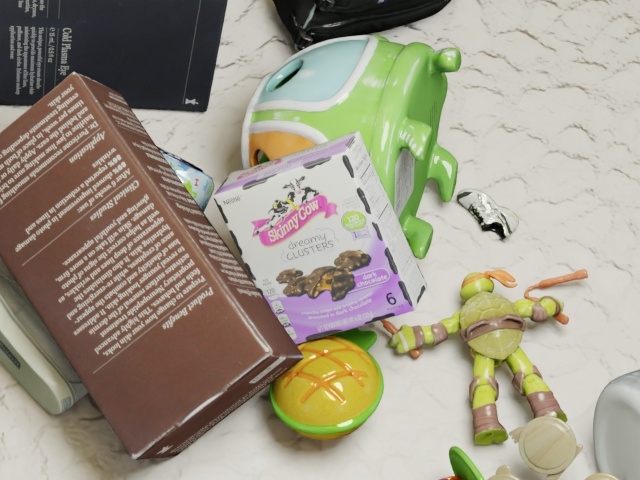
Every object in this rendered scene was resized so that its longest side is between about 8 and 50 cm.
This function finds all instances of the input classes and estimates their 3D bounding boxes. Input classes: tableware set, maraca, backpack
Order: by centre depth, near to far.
[{"bbox_3d":[0.256,0.281,1.855,0.168,0.020,0.141,45,105,11],"label":"tableware set"},{"bbox_3d":[0.008,0.150,1.890,0.127,0.099,0.186,1,37,3],"label":"maraca"},{"bbox_3d":[-0.188,-0.053,1.965,0.114,0.105,0.084,22,70,-6],"label":"backpack"},{"bbox_3d":[0.071,-0.361,2.126,0.253,0.225,0.191,-12,68,-22],"label":"backpack"}]

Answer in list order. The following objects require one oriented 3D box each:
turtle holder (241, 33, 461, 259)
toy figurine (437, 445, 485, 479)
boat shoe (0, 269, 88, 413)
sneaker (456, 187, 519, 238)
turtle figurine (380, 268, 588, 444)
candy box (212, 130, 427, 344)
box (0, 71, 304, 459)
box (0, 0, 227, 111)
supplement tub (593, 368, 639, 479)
[{"bbox_3d":[0.043,-0.146,1.987,0.227,0.243,0.320,10,66,14],"label":"turtle holder"},{"bbox_3d":[0.117,0.333,1.814,0.159,0.130,0.173,-28,93,-10],"label":"toy figurine"},{"bbox_3d":[-0.328,0.087,1.875,0.081,0.079,0.227,-33,77,-33],"label":"boat shoe"},{"bbox_3d":[0.201,-0.033,2.069,0.083,0.032,0.037,29,59,7],"label":"sneaker"},{"bbox_3d":[0.213,0.116,1.952,0.269,0.087,0.217,-8,62,-16],"label":"turtle figurine"},{"bbox_3d":[0.000,0.000,1.849,0.196,0.164,0.070,65,25,-17],"label":"candy box"},{"bbox_3d":[-0.209,0.028,1.828,0.191,0.143,0.381,-37,75,9],"label":"box"},{"bbox_3d":[-0.269,-0.319,1.963,0.312,0.343,0.179,2,59,-10],"label":"box"},{"bbox_3d":[0.493,0.207,1.886,0.338,0.207,0.207,-15,64,-20],"label":"supplement tub"}]
